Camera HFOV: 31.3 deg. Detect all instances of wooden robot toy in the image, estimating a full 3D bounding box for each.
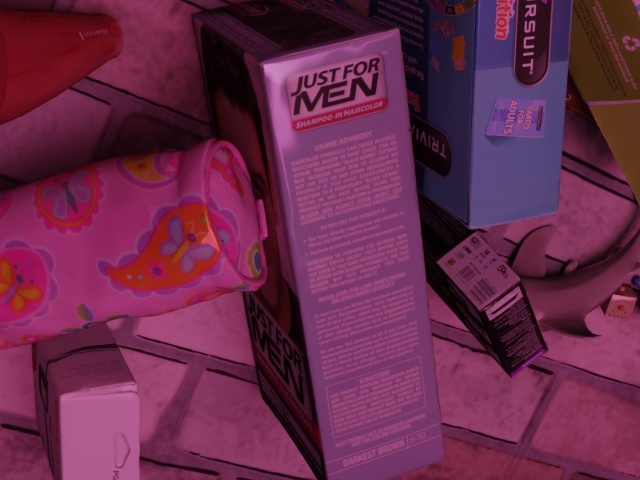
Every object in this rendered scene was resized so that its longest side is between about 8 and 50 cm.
[{"bbox_3d":[0.370,0.089,1.203,0.173,0.076,0.079,2,121,-23],"label":"wooden robot toy"}]

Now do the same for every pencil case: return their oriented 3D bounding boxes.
[{"bbox_3d":[-0.183,0.010,0.855,0.284,0.124,0.124,-15,119,16],"label":"pencil case"}]

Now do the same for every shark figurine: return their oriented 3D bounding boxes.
[{"bbox_3d":[0.260,0.048,1.115,0.278,0.116,0.166,-22,119,-11],"label":"shark figurine"}]

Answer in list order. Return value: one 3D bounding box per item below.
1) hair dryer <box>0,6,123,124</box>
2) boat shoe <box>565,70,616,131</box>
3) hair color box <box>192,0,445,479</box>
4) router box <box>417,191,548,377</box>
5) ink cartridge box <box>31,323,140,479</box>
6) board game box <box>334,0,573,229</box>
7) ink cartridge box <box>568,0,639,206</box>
[{"bbox_3d":[-0.255,-0.184,0.796,0.293,0.080,0.224,28,66,-44],"label":"hair dryer"},{"bbox_3d":[0.225,-0.156,1.054,0.060,0.064,0.178,-27,133,27],"label":"boat shoe"},{"bbox_3d":[0.000,0.000,0.944,0.113,0.185,0.375,-16,115,-17],"label":"hair color box"},{"bbox_3d":[0.115,0.020,0.984,0.046,0.179,0.133,-37,144,-3],"label":"router box"},{"bbox_3d":[-0.195,0.136,0.938,0.063,0.150,0.109,-5,112,-21],"label":"ink cartridge box"},{"bbox_3d":[0.091,-0.211,0.859,0.079,0.254,0.336,-9,114,-19],"label":"board game box"},{"bbox_3d":[0.314,-0.181,1.014,0.189,0.097,0.255,-53,124,-28],"label":"ink cartridge box"}]
